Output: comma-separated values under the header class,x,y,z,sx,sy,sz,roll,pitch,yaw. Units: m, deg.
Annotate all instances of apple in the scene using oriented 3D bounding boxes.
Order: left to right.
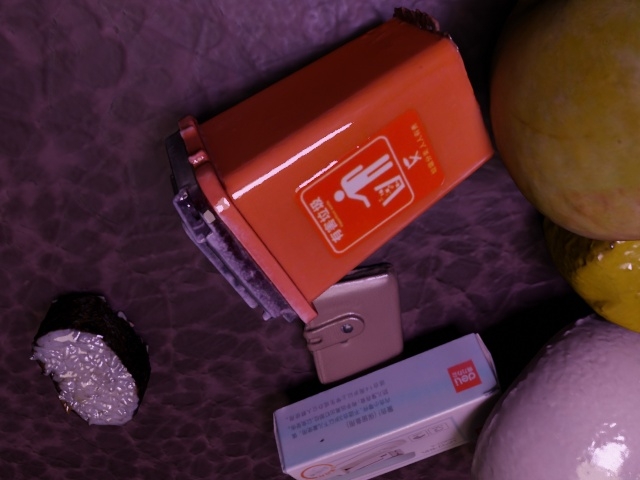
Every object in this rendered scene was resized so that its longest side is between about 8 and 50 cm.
class,x,y,z,sx,sy,sz,roll,pitch,yaw
apple,0.237,-0.130,0.406,0.194,0.261,0.261,35,113,-12

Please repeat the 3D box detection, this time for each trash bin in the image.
class,x,y,z,sx,sy,sz,roll,pitch,yaw
trash bin,0.002,-0.072,0.473,0.238,0.184,0.161,-35,126,-1

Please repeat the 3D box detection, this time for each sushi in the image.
class,x,y,z,sx,sy,sz,roll,pitch,yaw
sushi,-0.245,0.132,0.615,0.090,0.078,0.150,-22,120,1

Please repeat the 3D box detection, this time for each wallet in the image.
class,x,y,z,sx,sy,sz,roll,pitch,yaw
wallet,0.038,0.102,0.647,0.117,0.039,0.153,-11,123,-1

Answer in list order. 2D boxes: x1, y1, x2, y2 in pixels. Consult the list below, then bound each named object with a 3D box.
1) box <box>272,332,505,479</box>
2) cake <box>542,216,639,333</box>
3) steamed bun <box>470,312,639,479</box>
class,x,y,z,sx,sy,sz,roll,pitch,yaw
box,0.090,0.212,0.673,0.269,0.079,0.135,-24,140,8
cake,0.360,-0.026,0.537,0.179,0.156,0.260,39,113,-17
steamed bun,0.307,0.223,0.607,0.282,0.177,0.283,-23,132,-29
